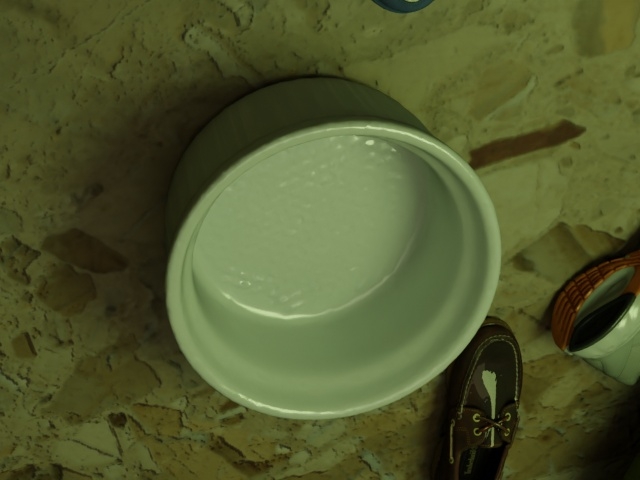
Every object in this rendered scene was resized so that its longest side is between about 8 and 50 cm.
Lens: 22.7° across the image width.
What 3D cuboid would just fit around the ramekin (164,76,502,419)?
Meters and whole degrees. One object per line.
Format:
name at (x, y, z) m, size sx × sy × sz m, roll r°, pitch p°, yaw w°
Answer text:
ramekin at (0.000, 0.000, 1.328) m, size 0.277 × 0.135 × 0.277 m, roll -6°, pitch 120°, yaw -10°

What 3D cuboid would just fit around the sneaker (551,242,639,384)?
sneaker at (0.344, 0.036, 1.470) m, size 0.262 × 0.099 × 0.121 m, roll -36°, pitch 131°, yaw 19°

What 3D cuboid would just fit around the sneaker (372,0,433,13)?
sneaker at (0.085, -0.297, 1.184) m, size 0.112 × 0.131 × 0.296 m, roll -1°, pitch 121°, yaw -16°

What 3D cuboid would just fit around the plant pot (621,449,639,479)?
plant pot at (0.450, 0.245, 1.487) m, size 0.366 × 0.366 × 0.353 m, roll 27°, pitch 121°, yaw -26°

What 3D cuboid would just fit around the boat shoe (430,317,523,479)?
boat shoe at (0.154, 0.176, 1.506) m, size 0.073 × 0.073 × 0.207 m, roll 0°, pitch 118°, yaw -13°
